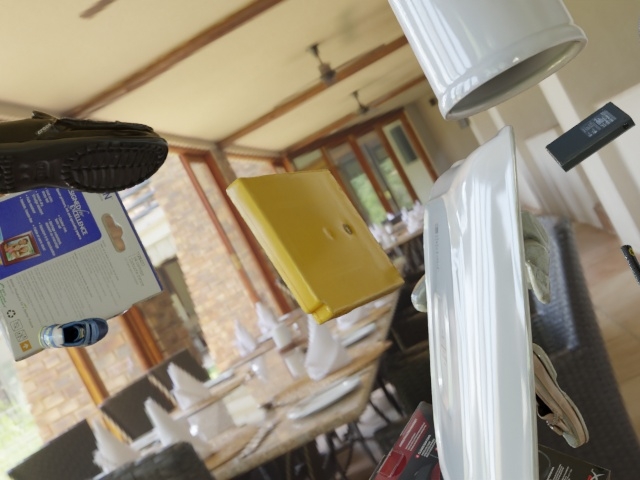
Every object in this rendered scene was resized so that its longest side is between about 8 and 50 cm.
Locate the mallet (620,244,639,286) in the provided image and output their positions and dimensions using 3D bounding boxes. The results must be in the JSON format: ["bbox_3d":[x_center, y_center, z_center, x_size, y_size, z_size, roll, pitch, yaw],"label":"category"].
[{"bbox_3d":[0.445,0.080,1.058,0.062,0.189,0.039,2,-42,-24],"label":"mallet"}]

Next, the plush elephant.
[{"bbox_3d":[0.420,0.049,1.838,0.330,0.255,0.272,-55,3,43],"label":"plush elephant"}]

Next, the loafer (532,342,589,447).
[{"bbox_3d":[0.239,0.170,0.825,0.039,0.125,0.045,-32,7,-17],"label":"loafer"}]

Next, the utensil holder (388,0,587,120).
[{"bbox_3d":[0.324,-0.501,1.643,0.328,0.385,0.327,-25,-6,-3],"label":"utensil holder"}]

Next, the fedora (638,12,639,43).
[{"bbox_3d":[0.531,-0.297,0.998,0.124,0.243,0.275,-3,-6,-7],"label":"fedora"}]

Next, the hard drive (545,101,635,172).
[{"bbox_3d":[0.459,-0.179,1.332,0.135,0.022,0.094,-36,23,14],"label":"hard drive"}]

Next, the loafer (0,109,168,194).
[{"bbox_3d":[-0.258,-0.098,0.767,0.220,0.078,0.080,-5,-34,-33],"label":"loafer"}]

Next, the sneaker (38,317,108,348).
[{"bbox_3d":[-0.444,0.172,1.435,0.059,0.053,0.144,-12,-3,35],"label":"sneaker"}]

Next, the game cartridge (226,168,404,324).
[{"bbox_3d":[0.000,0.000,1.421,0.053,0.285,0.324,-40,-13,28],"label":"game cartridge"}]

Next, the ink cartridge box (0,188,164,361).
[{"bbox_3d":[-0.514,0.036,1.535,0.307,0.303,0.072,-24,-5,-22],"label":"ink cartridge box"}]

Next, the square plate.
[{"bbox_3d":[0.128,0.093,0.676,0.049,0.343,0.347,-4,1,3],"label":"square plate"}]

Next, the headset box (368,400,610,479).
[{"bbox_3d":[0.188,0.351,0.990,0.293,0.110,0.218,14,50,32],"label":"headset box"}]
